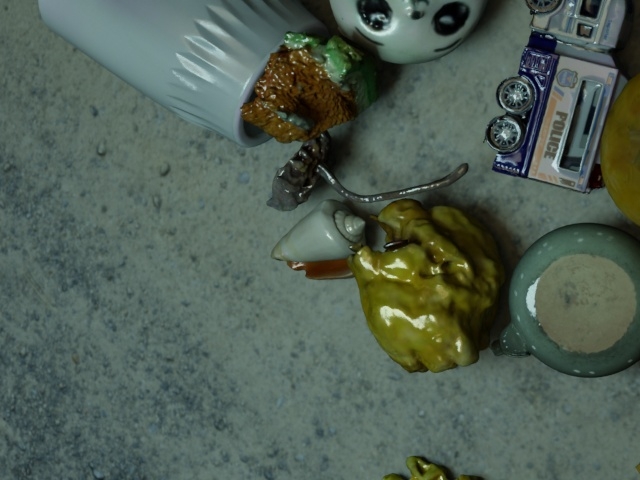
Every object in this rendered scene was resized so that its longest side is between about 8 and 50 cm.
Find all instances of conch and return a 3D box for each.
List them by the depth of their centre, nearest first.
[{"bbox_3d":[0.001,0.010,1.753,0.176,0.104,0.094,-35,43,28],"label":"conch"}]

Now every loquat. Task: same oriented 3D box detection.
[{"bbox_3d":[0.441,-0.109,1.448,0.235,0.235,0.235,2,94,27],"label":"loquat"}]

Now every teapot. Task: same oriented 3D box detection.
[{"bbox_3d":[0.334,0.073,1.562,0.294,0.129,0.193,-34,86,13],"label":"teapot"}]

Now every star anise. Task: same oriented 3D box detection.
[{"bbox_3d":[0.061,-0.080,1.696,0.227,0.148,0.218,36,120,11],"label":"star anise"}]

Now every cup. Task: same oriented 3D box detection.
[{"bbox_3d":[-0.190,-0.309,1.739,0.371,0.253,0.253,38,109,18],"label":"cup"}]

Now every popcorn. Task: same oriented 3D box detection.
[{"bbox_3d":[0.147,0.056,1.631,0.190,0.191,0.253,-28,71,11],"label":"popcorn"}]

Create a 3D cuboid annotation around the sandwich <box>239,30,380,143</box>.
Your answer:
[{"bbox_3d":[-0.003,-0.188,1.636,0.109,0.185,0.160,31,88,22],"label":"sandwich"}]

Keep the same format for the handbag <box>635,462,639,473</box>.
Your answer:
[{"bbox_3d":[0.448,0.286,1.580,0.083,0.027,0.061,-39,76,21],"label":"handbag"}]

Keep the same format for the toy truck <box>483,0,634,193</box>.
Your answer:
[{"bbox_3d":[0.314,-0.203,1.566,0.155,0.124,0.268,18,103,18],"label":"toy truck"}]

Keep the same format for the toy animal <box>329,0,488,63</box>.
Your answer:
[{"bbox_3d":[0.113,-0.363,1.608,0.213,0.212,0.266,0,90,27],"label":"toy animal"}]

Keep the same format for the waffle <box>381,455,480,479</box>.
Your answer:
[{"bbox_3d":[0.162,0.397,1.713,0.229,0.057,0.219,40,109,20],"label":"waffle"}]
